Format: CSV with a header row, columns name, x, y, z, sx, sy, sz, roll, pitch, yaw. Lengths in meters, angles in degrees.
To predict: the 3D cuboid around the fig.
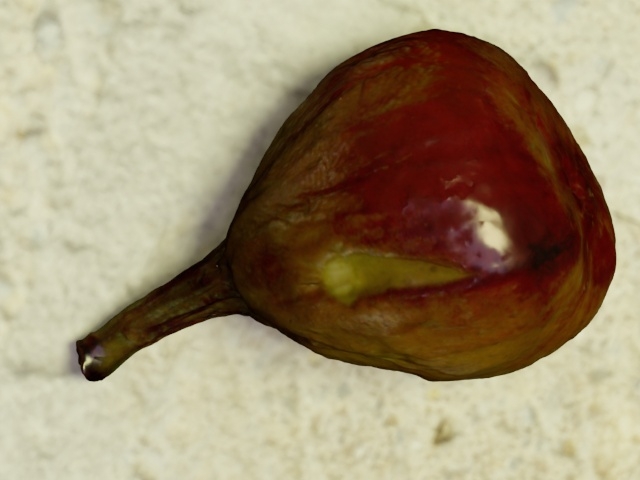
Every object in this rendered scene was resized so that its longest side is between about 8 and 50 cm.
name,x,y,z,sx,sy,sz,roll,pitch,yaw
fig,0.017,0.024,1.025,0.290,0.190,0.191,-38,110,-1
